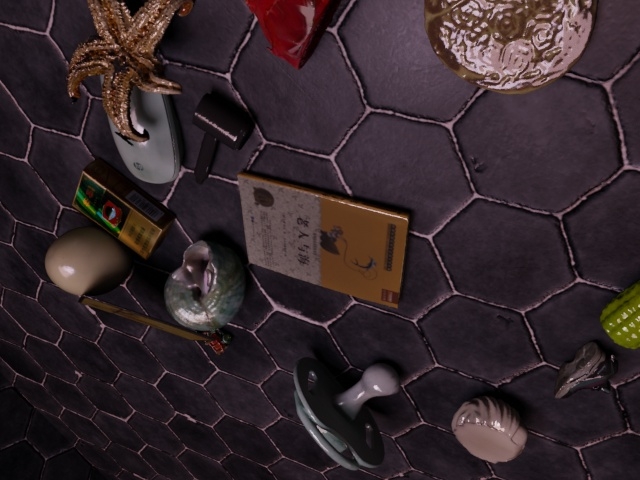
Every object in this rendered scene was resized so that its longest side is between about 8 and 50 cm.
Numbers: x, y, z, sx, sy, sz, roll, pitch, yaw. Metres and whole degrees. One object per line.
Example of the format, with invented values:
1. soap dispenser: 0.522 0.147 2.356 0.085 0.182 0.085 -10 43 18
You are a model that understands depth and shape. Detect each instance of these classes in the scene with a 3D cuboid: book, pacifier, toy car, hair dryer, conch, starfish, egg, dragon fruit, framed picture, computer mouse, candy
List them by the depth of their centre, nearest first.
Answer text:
1. dragon fruit: -0.032 -0.387 0.885 0.163 0.189 0.261 14 137 -25
2. candy: 0.581 0.104 0.997 0.097 0.096 0.209 29 133 4
3. starfish: -0.353 -0.327 1.074 0.312 0.113 0.303 23 109 28
4. hair dryer: -0.224 -0.185 1.211 0.114 0.070 0.248 32 139 1
5. computer mouse: -0.389 -0.247 1.224 0.160 0.097 0.288 11 132 24
6. book: 0.000 0.000 1.267 0.389 0.032 0.268 15 134 18
7. conch: -0.294 0.118 1.443 0.220 0.196 0.277 64 154 -4
8. pacifier: 0.086 0.414 1.454 0.343 0.288 0.269 42 109 -16
9. egg: -0.606 0.055 1.509 0.186 0.242 0.185 2 94 22
10. framed picture: -0.462 0.207 1.510 0.339 0.014 0.255 23 163 -21
11. toy car: -0.322 0.262 1.654 0.143 0.054 0.073 45 136 -12

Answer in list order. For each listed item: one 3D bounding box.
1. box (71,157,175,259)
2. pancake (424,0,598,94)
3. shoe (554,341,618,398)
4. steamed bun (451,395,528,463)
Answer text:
1. box: -0.498 -0.075 1.450 0.240 0.071 0.159 37 138 -4
2. pancake: 0.273 -0.327 0.835 0.250 0.031 0.250 15 132 18
3. shoe: 0.555 0.285 1.184 0.100 0.071 0.169 25 132 4
4. steamed bun: 0.405 0.439 1.372 0.183 0.106 0.182 18 134 20
